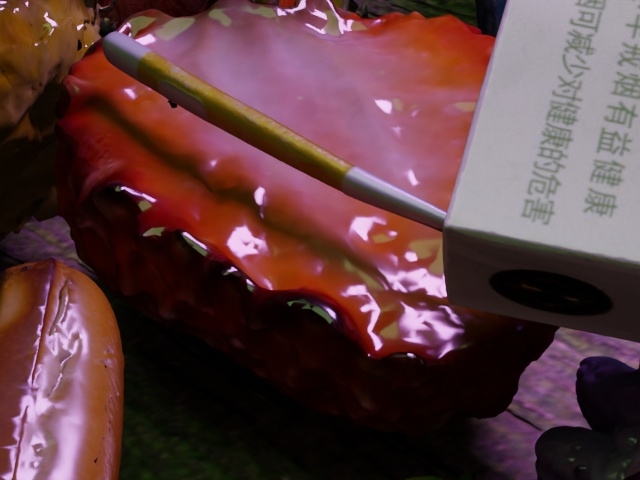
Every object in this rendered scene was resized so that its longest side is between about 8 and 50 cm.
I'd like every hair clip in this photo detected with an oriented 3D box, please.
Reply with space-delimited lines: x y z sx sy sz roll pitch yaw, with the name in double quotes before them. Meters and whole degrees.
"hair clip" 0.184 0.074 0.805 0.278 0.090 0.137 -28 30 -34

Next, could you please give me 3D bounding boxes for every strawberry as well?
"strawberry" 0.000 0.000 0.947 0.265 0.149 0.336 -12 38 -20

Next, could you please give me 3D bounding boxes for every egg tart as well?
"egg tart" -0.202 -0.068 1.027 0.107 0.291 0.291 45 49 14

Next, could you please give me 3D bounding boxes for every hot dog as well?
"hot dog" -0.140 0.128 0.752 0.135 0.100 0.337 -30 30 20

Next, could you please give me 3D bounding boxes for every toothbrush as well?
"toothbrush" -0.004 -0.036 0.855 0.288 0.021 0.024 30 55 29

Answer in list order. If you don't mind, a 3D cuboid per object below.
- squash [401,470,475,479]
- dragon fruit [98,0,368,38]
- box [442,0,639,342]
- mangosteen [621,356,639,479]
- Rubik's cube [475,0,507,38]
"squash" 0.026 0.173 0.675 0.080 0.071 0.318 -25 21 15
"dragon fruit" -0.045 -0.165 1.219 0.269 0.198 0.200 -20 9 -39
"box" 0.194 -0.032 0.763 0.256 0.069 0.164 12 63 12
"mangosteen" 0.152 0.157 0.453 0.288 0.288 0.288 -5 28 3
"Rubik's cube" 0.294 -0.330 1.267 0.363 0.358 0.362 -2 30 15
